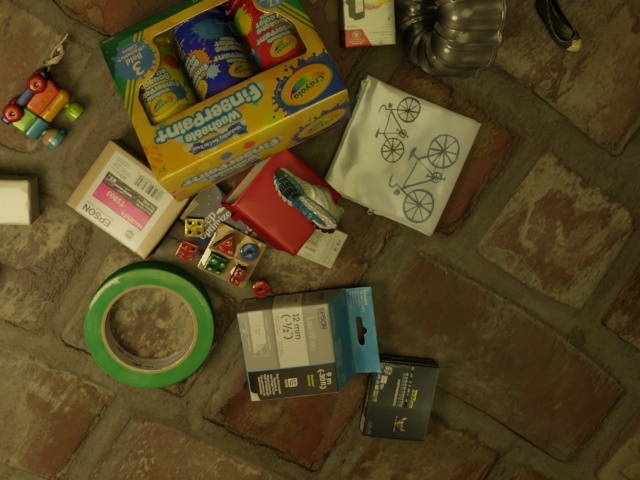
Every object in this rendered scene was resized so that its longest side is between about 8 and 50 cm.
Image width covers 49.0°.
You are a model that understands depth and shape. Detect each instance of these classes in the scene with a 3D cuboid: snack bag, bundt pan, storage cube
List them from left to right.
[{"bbox_3d":[-0.099,-0.096,1.694,0.193,0.183,0.215,40,82,-15],"label":"storage cube"},{"bbox_3d":[0.201,-0.211,1.797,0.342,0.037,0.323,20,100,-13],"label":"snack bag"},{"bbox_3d":[0.270,-0.518,1.567,0.124,0.331,0.331,-13,106,-19],"label":"bundt pan"}]

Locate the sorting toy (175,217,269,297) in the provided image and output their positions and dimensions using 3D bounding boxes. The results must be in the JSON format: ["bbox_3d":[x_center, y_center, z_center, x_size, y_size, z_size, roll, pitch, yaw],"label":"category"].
[{"bbox_3d":[-0.230,0.039,1.763,0.274,0.046,0.132,27,100,-16],"label":"sorting toy"}]

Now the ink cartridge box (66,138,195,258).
[{"bbox_3d":[-0.455,-0.100,1.694,0.234,0.088,0.193,36,96,-5],"label":"ink cartridge box"}]

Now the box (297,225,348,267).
[{"bbox_3d":[0.000,0.000,1.797,0.101,0.087,0.101,24,100,-13],"label":"box"}]

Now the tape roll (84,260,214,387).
[{"bbox_3d":[-0.434,0.216,1.800,0.321,0.077,0.322,-2,105,-8],"label":"tape roll"}]

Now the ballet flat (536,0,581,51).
[{"bbox_3d":[0.598,-0.542,1.758,0.057,0.049,0.173,-42,106,5],"label":"ballet flat"}]

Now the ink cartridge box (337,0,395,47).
[{"bbox_3d":[0.108,-0.554,1.678,0.127,0.072,0.175,-6,105,-6],"label":"ink cartridge box"}]

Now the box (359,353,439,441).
[{"bbox_3d":[0.218,0.437,1.951,0.183,0.059,0.233,8,103,-10],"label":"box"}]

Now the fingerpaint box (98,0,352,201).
[{"bbox_3d":[-0.209,-0.355,1.558,0.444,0.163,0.371,-25,75,0],"label":"fingerpaint box"}]

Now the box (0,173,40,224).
[{"bbox_3d":[-0.817,-0.101,1.659,0.275,0.094,0.113,2,104,-9],"label":"box"}]

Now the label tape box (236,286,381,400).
[{"bbox_3d":[-0.025,0.267,1.827,0.347,0.115,0.249,-6,104,4],"label":"label tape box"}]

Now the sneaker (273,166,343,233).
[{"bbox_3d":[-0.024,-0.104,1.594,0.190,0.071,0.083,44,56,-12],"label":"sneaker"}]

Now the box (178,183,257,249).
[{"bbox_3d":[-0.276,-0.061,1.773,0.136,0.036,0.225,-41,104,4],"label":"box"}]

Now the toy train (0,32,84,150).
[{"bbox_3d":[-0.608,-0.337,1.629,0.143,0.105,0.248,40,96,-25],"label":"toy train"}]
